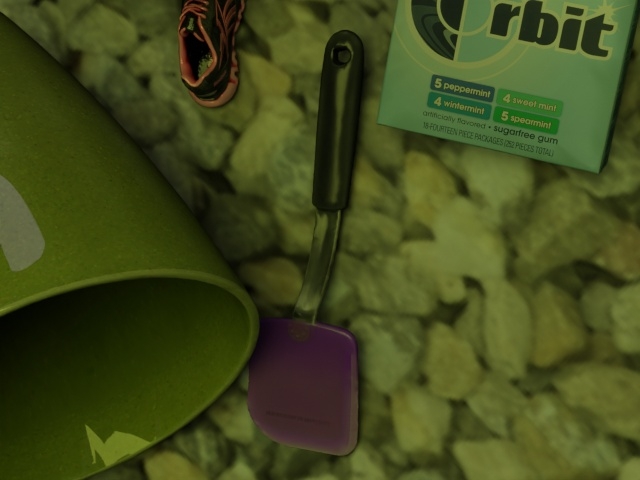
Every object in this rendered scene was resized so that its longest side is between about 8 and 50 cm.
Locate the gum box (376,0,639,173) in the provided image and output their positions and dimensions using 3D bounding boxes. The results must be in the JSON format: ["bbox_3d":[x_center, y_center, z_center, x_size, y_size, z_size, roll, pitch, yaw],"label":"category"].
[{"bbox_3d":[0.130,-0.151,1.074,0.157,0.041,0.184,14,106,14],"label":"gum box"}]

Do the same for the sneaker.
[{"bbox_3d":[-0.083,-0.157,1.159,0.047,0.057,0.119,-4,84,18],"label":"sneaker"}]

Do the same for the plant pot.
[{"bbox_3d":[-0.223,-0.013,1.107,0.275,0.275,0.293,-33,62,12],"label":"plant pot"}]

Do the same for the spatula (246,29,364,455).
[{"bbox_3d":[0.000,0.000,1.137,0.084,0.030,0.296,7,89,19],"label":"spatula"}]
